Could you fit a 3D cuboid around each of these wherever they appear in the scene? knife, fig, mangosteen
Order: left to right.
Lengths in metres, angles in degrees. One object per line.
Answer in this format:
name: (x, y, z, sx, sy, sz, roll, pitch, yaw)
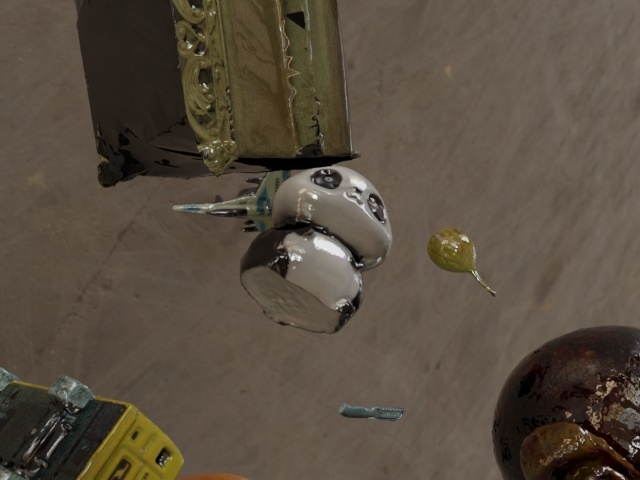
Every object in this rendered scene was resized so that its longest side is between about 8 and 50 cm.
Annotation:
knife: (0.104, 0.335, 1.308, 0.210, 0.015, 0.028, 20, 77, -46)
fig: (0.291, 0.033, 1.328, 0.093, 0.166, 0.093, -34, 138, -38)
mangosteen: (0.363, 0.255, 0.822, 0.293, 0.297, 0.297, -83, 164, -52)

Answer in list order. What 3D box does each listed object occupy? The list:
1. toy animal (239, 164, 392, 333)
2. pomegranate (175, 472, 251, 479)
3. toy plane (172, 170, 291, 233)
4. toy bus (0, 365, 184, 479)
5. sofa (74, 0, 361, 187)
toy animal: (0.002, 0.001, 0.972, 0.187, 0.165, 0.235, 34, 66, -11)
pomegranate: (-0.141, 0.363, 0.707, 0.252, 0.270, 0.229, -37, 141, -23)
toy plane: (-0.123, -0.063, 1.180, 0.262, 0.088, 0.192, 5, 123, -8)
toy bus: (-0.288, 0.215, 0.693, 0.123, 0.336, 0.121, 50, 54, -30)
sofa: (-0.081, -0.152, 0.576, 0.182, 0.258, 0.199, -12, 98, -35)
